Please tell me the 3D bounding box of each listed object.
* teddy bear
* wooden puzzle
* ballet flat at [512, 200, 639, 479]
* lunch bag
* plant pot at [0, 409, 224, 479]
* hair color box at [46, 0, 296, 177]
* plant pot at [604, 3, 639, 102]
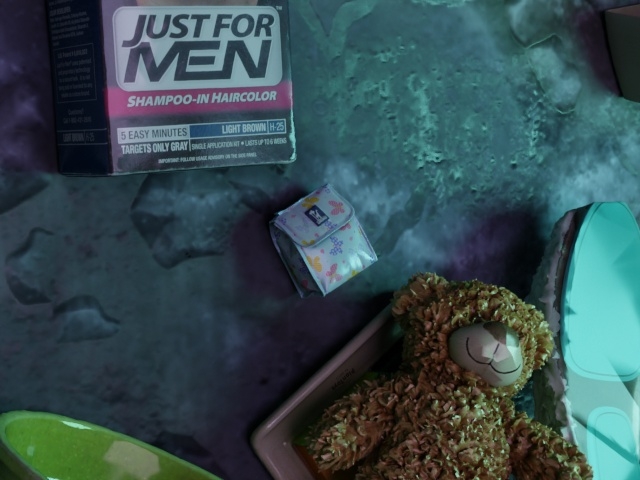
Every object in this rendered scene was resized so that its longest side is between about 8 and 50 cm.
[{"bbox_3d":[0.108,0.193,1.171,0.245,0.113,0.338,34,80,12],"label":"teddy bear"},{"bbox_3d":[0.071,0.200,1.263,0.221,0.044,0.239,-41,114,-24],"label":"wooden puzzle"},{"bbox_3d":[0.239,0.158,1.303,0.147,0.147,0.409,16,67,-33],"label":"ballet flat"},{"bbox_3d":[0.000,0.000,1.199,0.071,0.053,0.083,-32,100,-29],"label":"lunch bag"},{"bbox_3d":[-0.171,0.302,1.006,0.276,0.276,0.254,25,91,-31],"label":"plant pot"},{"bbox_3d":[-0.124,-0.229,1.072,0.173,0.105,0.347,-7,96,-33],"label":"hair color box"},{"bbox_3d":[0.371,-0.192,1.399,0.109,0.109,0.096,-14,113,-31],"label":"plant pot"}]
